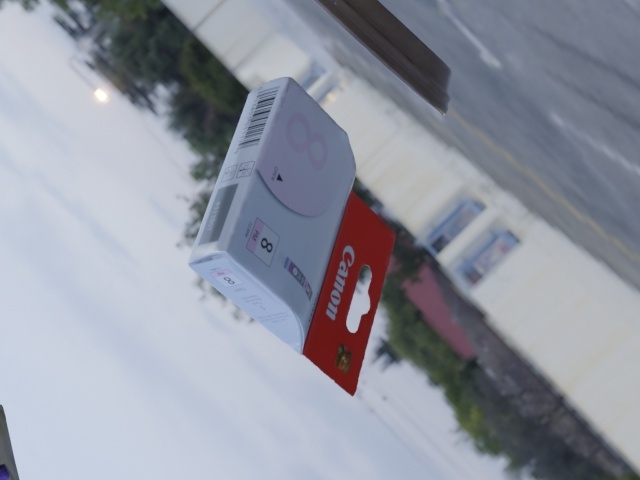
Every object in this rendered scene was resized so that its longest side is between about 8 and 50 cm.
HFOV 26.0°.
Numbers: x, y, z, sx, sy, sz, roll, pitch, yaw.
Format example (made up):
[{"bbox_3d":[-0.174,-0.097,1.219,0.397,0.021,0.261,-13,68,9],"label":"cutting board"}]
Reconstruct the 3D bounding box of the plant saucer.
[{"bbox_3d":[0.024,-0.221,1.274,0.278,0.041,0.278,42,-171,-8],"label":"plant saucer"}]

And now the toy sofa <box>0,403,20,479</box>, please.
[{"bbox_3d":[-0.455,0.286,1.331,0.362,0.150,0.177,-14,-88,-59],"label":"toy sofa"}]

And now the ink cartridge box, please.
[{"bbox_3d":[0.000,0.000,1.218,0.066,0.189,0.232,-15,137,42],"label":"ink cartridge box"}]
